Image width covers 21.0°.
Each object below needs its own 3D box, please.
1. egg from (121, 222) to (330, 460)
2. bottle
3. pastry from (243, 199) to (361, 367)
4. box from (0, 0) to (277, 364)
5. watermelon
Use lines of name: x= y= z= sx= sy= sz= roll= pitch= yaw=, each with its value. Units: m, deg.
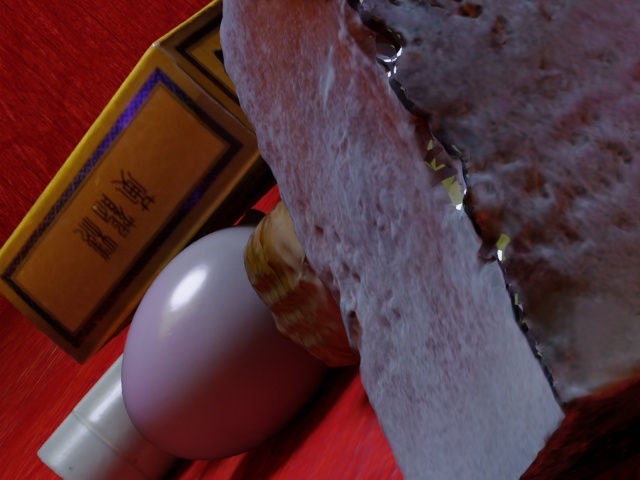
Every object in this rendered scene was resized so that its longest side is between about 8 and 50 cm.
egg: x=-0.046 y=0.053 z=0.902 sx=0.135 sy=0.103 sz=0.103 roll=-55 pitch=11 yaw=-19
bottle: x=-0.082 y=0.077 z=1.066 sx=0.201 sy=0.072 sz=0.072 roll=-48 pitch=9 yaw=-8
pastry: x=0.053 y=-0.023 z=0.799 sx=0.182 sy=0.093 sz=0.192 roll=-44 pitch=1 yaw=-13
box: x=-0.057 y=-0.071 z=1.045 sx=0.193 sy=0.084 sz=0.301 roll=-50 pitch=-1 yaw=32
watermelon: x=0.064 y=-0.061 z=0.543 sx=0.320 sy=0.214 sz=0.289 roll=-62 pitch=11 yaw=-15
